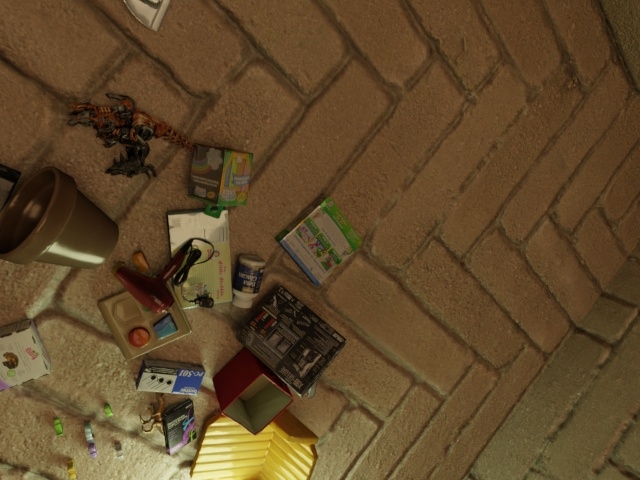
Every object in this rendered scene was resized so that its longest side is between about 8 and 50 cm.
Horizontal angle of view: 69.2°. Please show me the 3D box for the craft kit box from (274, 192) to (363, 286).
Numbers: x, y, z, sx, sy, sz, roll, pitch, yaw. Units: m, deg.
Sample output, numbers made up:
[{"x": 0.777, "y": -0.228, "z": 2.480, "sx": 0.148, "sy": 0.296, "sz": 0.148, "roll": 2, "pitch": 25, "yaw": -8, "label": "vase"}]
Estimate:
[{"x": 0.000, "y": 0.000, "z": 1.695, "sx": 0.247, "sy": 0.061, "sz": 0.249, "roll": -41, "pitch": 119, "yaw": -7, "label": "craft kit box"}]

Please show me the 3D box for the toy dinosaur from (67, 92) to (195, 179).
[{"x": -0.521, "y": -0.291, "z": 1.291, "sx": 0.322, "sy": 0.164, "sz": 0.218, "roll": 6, "pitch": 87, "yaw": -9, "label": "toy dinosaur"}]

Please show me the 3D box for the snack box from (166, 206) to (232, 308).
[{"x": -0.390, "y": 0.057, "z": 1.507, "sx": 0.187, "sy": 0.060, "sz": 0.321, "roll": -6, "pitch": 108, "yaw": -23, "label": "snack box"}]

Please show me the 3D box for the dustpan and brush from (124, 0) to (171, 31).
[{"x": -0.499, "y": -0.674, "z": 1.225, "sx": 0.211, "sy": 0.060, "sz": 0.147, "roll": 22, "pitch": 95, "yaw": -31, "label": "dustpan and brush"}]

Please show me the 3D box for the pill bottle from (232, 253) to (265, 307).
[{"x": -0.250, "y": 0.140, "z": 1.585, "sx": 0.094, "sy": 0.094, "sz": 0.169, "roll": 9, "pitch": 101, "yaw": -29, "label": "pill bottle"}]

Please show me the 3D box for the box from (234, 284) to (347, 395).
[{"x": -0.101, "y": 0.343, "z": 1.603, "sx": 0.242, "sy": 0.307, "sz": 0.076, "roll": -48, "pitch": 165, "yaw": -18, "label": "box"}]

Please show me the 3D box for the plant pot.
[{"x": -0.684, "y": -0.028, "z": 1.244, "sx": 0.263, "sy": 0.263, "sz": 0.229, "roll": -54, "pitch": 138, "yaw": -3, "label": "plant pot"}]

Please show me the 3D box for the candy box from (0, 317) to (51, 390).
[{"x": -0.905, "y": 0.336, "z": 1.325, "sx": 0.196, "sy": 0.070, "sz": 0.164, "roll": -17, "pitch": 112, "yaw": -21, "label": "candy box"}]

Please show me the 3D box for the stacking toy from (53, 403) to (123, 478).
[{"x": -0.752, "y": 0.653, "z": 1.513, "sx": 0.167, "sy": 0.052, "sz": 0.221, "roll": -13, "pitch": 110, "yaw": -24, "label": "stacking toy"}]

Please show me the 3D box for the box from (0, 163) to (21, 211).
[{"x": -0.852, "y": -0.152, "z": 1.149, "sx": 0.156, "sy": 0.158, "sz": 0.093, "roll": 26, "pitch": 93, "yaw": -31, "label": "box"}]

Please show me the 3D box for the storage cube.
[{"x": -0.240, "y": 0.525, "z": 1.644, "sx": 0.215, "sy": 0.193, "sz": 0.183, "roll": -44, "pitch": 120, "yaw": -4, "label": "storage cube"}]

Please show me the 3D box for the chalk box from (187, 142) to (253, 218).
[{"x": -0.306, "y": -0.175, "z": 1.411, "sx": 0.132, "sy": 0.133, "sz": 0.212, "roll": -9, "pitch": 114, "yaw": -59, "label": "chalk box"}]

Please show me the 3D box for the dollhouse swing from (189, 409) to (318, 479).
[{"x": -0.247, "y": 0.824, "z": 1.701, "sx": 0.305, "sy": 0.315, "sz": 0.346, "roll": 10, "pitch": 102, "yaw": -50, "label": "dollhouse swing"}]

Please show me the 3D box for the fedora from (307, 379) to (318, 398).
[{"x": -0.055, "y": 0.445, "z": 1.738, "sx": 0.125, "sy": 0.244, "sz": 0.275, "roll": 12, "pitch": 95, "yaw": 1, "label": "fedora"}]

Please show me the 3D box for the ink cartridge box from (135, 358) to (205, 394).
[{"x": -0.510, "y": 0.466, "z": 1.582, "sx": 0.207, "sy": 0.046, "sz": 0.097, "roll": 17, "pitch": 99, "yaw": -30, "label": "ink cartridge box"}]

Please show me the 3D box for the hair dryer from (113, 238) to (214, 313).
[{"x": -0.473, "y": 0.111, "z": 1.419, "sx": 0.294, "sy": 0.080, "sz": 0.223, "roll": -1, "pitch": 77, "yaw": -23, "label": "hair dryer"}]

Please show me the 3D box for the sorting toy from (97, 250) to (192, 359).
[{"x": -0.565, "y": 0.202, "z": 1.443, "sx": 0.229, "sy": 0.041, "sz": 0.307, "roll": -22, "pitch": 105, "yaw": -8, "label": "sorting toy"}]

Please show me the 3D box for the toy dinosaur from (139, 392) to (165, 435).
[{"x": -0.557, "y": 0.627, "z": 1.598, "sx": 0.112, "sy": 0.064, "sz": 0.211, "roll": -11, "pitch": 110, "yaw": -25, "label": "toy dinosaur"}]

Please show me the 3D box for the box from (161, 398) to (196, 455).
[{"x": -0.495, "y": 0.655, "z": 1.632, "sx": 0.116, "sy": 0.029, "sz": 0.162, "roll": -22, "pitch": 116, "yaw": -48, "label": "box"}]
